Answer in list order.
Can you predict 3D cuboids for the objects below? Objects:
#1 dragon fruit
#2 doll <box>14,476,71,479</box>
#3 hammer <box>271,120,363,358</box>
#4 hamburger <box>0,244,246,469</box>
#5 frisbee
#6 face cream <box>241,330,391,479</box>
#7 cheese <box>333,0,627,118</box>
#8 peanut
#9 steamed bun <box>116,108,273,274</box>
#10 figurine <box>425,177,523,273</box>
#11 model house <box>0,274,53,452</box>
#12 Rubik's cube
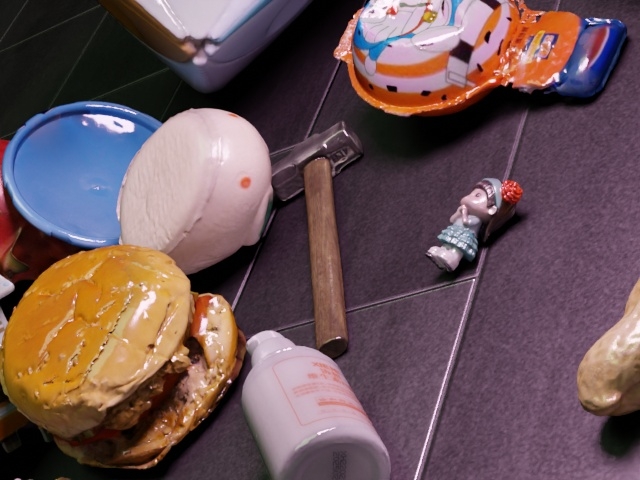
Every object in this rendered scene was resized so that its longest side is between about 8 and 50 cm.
[{"bbox_3d":[-0.414,-0.029,2.033,0.227,0.224,0.224,-5,43,32],"label":"dragon fruit"},{"bbox_3d":[-0.330,0.294,1.599,0.207,0.081,0.129,-24,13,31],"label":"doll"},{"bbox_3d":[0.000,0.000,1.670,0.111,0.043,0.365,-30,31,17],"label":"hammer"},{"bbox_3d":[-0.211,0.117,1.622,0.244,0.163,0.244,-27,30,18],"label":"hamburger"},{"bbox_3d":[-0.277,-0.077,1.968,0.045,0.242,0.242,107,-175,-50],"label":"frisbee"},{"bbox_3d":[-0.019,0.151,1.413,0.101,0.101,0.251,-38,28,3],"label":"face cream"},{"bbox_3d":[0.164,-0.210,1.686,0.329,0.129,0.217,12,61,34],"label":"cheese"},{"bbox_3d":[0.263,0.069,1.226,0.174,0.080,0.080,-48,29,-11],"label":"peanut"},{"bbox_3d":[-0.131,-0.052,1.779,0.228,0.131,0.177,-41,47,42],"label":"steamed bun"},{"bbox_3d":[0.148,-0.016,1.508,0.106,0.047,0.060,-50,14,-10],"label":"figurine"},{"bbox_3d":[-0.436,0.159,1.722,0.224,0.215,0.198,-32,19,-34],"label":"model house"},{"bbox_3d":[-0.154,-0.428,2.031,0.351,0.347,0.352,-46,-2,-6],"label":"Rubik's cube"}]
